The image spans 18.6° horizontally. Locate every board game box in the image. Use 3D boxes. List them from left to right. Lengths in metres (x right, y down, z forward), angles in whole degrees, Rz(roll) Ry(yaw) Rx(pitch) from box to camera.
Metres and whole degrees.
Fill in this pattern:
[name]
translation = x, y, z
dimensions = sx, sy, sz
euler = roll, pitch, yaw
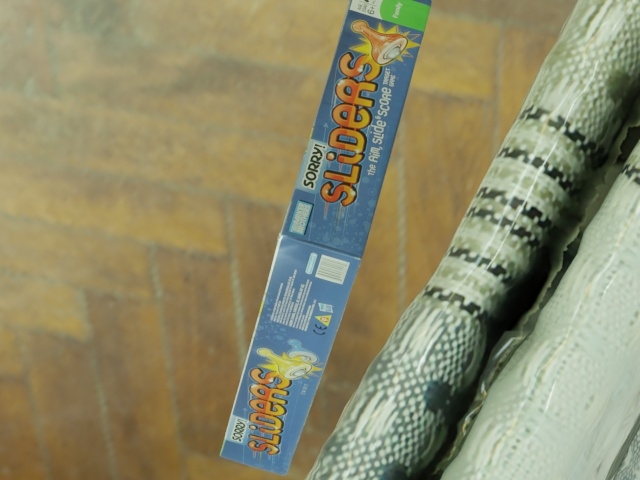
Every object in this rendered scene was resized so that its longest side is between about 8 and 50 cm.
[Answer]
[board game box]
translation = 0.000, 0.000, 0.863
dimensions = 0.035, 0.136, 0.201
euler = 16, 147, 0

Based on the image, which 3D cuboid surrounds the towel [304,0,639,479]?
[towel]
translation = 0.091, 0.029, 0.488
dimensions = 0.056, 0.324, 0.312
euler = 26, 172, 22
